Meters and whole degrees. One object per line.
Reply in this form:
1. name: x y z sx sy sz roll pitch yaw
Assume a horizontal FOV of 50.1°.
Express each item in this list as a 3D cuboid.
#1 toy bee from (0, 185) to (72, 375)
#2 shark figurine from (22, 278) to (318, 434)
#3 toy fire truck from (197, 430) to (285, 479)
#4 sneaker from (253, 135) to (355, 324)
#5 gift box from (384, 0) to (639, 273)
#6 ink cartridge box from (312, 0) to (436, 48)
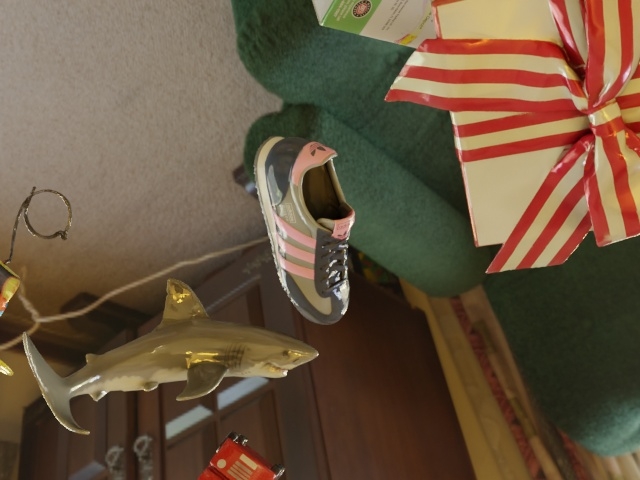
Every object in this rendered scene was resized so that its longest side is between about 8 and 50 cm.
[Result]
1. toy bee: -0.418 0.063 0.779 0.195 0.162 0.298 26 89 -28
2. shark figurine: -0.161 0.098 0.678 0.278 0.116 0.166 -4 -179 -36
3. toy fire truck: -0.085 0.221 0.534 0.135 0.047 0.192 -53 171 -15
4. sneaker: 0.000 0.000 1.021 0.112 0.131 0.319 -38 122 -34
5. gift box: 0.209 -0.138 0.606 0.276 0.258 0.255 -14 120 17
6. ink cartridge box: 0.150 -0.384 0.959 0.278 0.117 0.201 3 146 -29
